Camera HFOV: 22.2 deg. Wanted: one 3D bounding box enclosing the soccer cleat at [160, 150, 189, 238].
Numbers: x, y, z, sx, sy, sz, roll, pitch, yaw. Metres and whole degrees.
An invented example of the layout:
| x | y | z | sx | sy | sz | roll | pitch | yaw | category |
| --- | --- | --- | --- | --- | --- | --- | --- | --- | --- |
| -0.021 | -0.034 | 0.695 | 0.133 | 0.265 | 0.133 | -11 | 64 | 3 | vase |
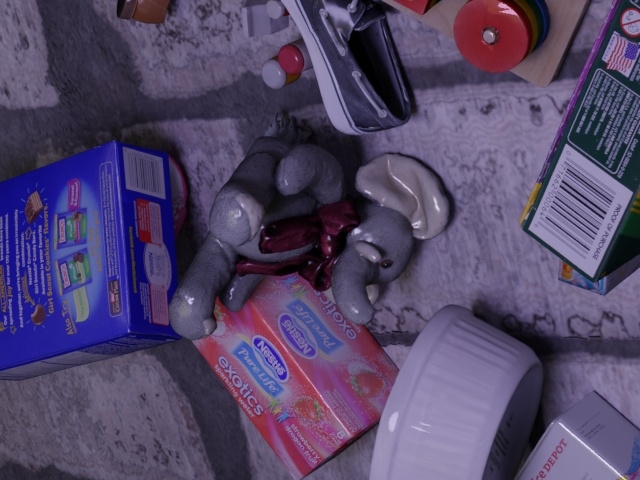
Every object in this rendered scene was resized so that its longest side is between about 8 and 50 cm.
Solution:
| x | y | z | sx | sy | sz | roll | pitch | yaw | category |
| --- | --- | --- | --- | --- | --- | --- | --- | --- | --- |
| -0.297 | 0.008 | 2.333 | 0.116 | 0.143 | 0.331 | 47 | 134 | 13 | soccer cleat |

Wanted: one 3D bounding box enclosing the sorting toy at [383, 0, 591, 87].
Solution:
| x | y | z | sx | sy | sz | roll | pitch | yaw | category |
| --- | --- | --- | --- | --- | --- | --- | --- | --- | --- |
| 0.171 | -0.316 | 1.755 | 0.255 | 0.089 | 0.257 | 31 | 129 | 14 | sorting toy |

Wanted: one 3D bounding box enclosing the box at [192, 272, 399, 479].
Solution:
| x | y | z | sx | sy | sz | roll | pitch | yaw | category |
| --- | --- | --- | --- | --- | --- | --- | --- | --- | --- |
| -0.040 | 0.146 | 2.173 | 0.300 | 0.142 | 0.154 | 53 | 135 | 7 | box |

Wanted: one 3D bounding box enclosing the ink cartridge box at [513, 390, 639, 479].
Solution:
| x | y | z | sx | sy | sz | roll | pitch | yaw | category |
| --- | --- | --- | --- | --- | --- | --- | --- | --- | --- |
| 0.349 | 0.310 | 1.943 | 0.212 | 0.093 | 0.154 | 40 | 132 | 18 | ink cartridge box |

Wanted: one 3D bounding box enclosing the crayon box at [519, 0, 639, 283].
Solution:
| x | y | z | sx | sy | sz | roll | pitch | yaw | category |
| --- | --- | --- | --- | --- | --- | --- | --- | --- | --- |
| 0.367 | -0.171 | 1.521 | 0.106 | 0.313 | 0.363 | 40 | 133 | 25 | crayon box |

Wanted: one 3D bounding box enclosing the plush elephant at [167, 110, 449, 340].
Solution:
| x | y | z | sx | sy | sz | roll | pitch | yaw | category |
| --- | --- | --- | --- | --- | --- | --- | --- | --- | --- |
| 0.000 | 0.000 | 2.002 | 0.255 | 0.330 | 0.272 | 28 | 133 | 0 | plush elephant |

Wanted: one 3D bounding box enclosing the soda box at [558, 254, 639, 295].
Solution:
| x | y | z | sx | sy | sz | roll | pitch | yaw | category |
| --- | --- | --- | --- | --- | --- | --- | --- | --- | --- |
| 0.325 | -0.009 | 1.735 | 0.058 | 0.183 | 0.063 | 20 | 125 | 34 | soda box |

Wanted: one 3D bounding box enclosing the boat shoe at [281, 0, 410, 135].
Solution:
| x | y | z | sx | sy | sz | roll | pitch | yaw | category |
| --- | --- | --- | --- | --- | --- | --- | --- | --- | --- |
| 0.029 | -0.268 | 1.927 | 0.102 | 0.108 | 0.301 | -5 | 110 | 43 | boat shoe |

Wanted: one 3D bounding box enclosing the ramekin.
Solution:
| x | y | z | sx | sy | sz | roll | pitch | yaw | category |
| --- | --- | --- | --- | --- | --- | --- | --- | --- | --- |
| 0.170 | 0.221 | 1.948 | 0.127 | 0.273 | 0.273 | 18 | 123 | 19 | ramekin |

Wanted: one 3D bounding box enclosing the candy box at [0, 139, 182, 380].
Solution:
| x | y | z | sx | sy | sz | roll | pitch | yaw | category |
| --- | --- | --- | --- | --- | --- | --- | --- | --- | --- |
| -0.350 | 0.035 | 2.226 | 0.317 | 0.122 | 0.268 | -15 | 72 | 32 | candy box |

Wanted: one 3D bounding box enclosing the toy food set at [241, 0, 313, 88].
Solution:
| x | y | z | sx | sy | sz | roll | pitch | yaw | category |
| --- | --- | --- | --- | --- | --- | --- | --- | --- | --- |
| -0.062 | -0.287 | 1.998 | 0.111 | 0.104 | 0.232 | 17 | 121 | 36 | toy food set |

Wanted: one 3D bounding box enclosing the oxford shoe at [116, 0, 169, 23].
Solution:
| x | y | z | sx | sy | sz | roll | pitch | yaw | category |
| --- | --- | --- | --- | --- | --- | --- | --- | --- | --- |
| -0.200 | -0.380 | 2.112 | 0.076 | 0.076 | 0.212 | -109 | 36 | -57 | oxford shoe |
